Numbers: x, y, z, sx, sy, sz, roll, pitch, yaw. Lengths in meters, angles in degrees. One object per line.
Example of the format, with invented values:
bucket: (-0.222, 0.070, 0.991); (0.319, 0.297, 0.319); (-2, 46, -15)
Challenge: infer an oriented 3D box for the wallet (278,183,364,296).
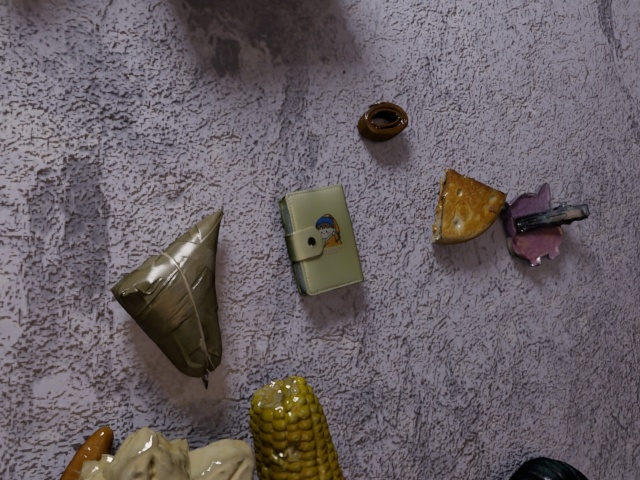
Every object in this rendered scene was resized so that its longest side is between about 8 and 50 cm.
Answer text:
wallet: (0.000, 0.000, 0.645); (0.110, 0.039, 0.155); (-13, 91, -26)

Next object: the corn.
corn: (-0.012, 0.362, 0.566); (0.120, 0.120, 0.363); (-12, 90, -23)

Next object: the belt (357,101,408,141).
belt: (0.102, -0.197, 0.707); (0.083, 0.036, 0.059); (-15, 85, -23)

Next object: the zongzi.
zongzi: (-0.143, 0.078, 0.565); (0.178, 0.081, 0.189); (-44, 108, -30)

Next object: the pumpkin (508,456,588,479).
pumpkin: (0.389, 0.468, 0.716); (0.194, 0.150, 0.194); (26, 42, -26)

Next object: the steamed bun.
steamed bun: (-0.191, 0.342, 0.474); (0.295, 0.137, 0.292); (39, 72, -22)

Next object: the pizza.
pizza: (0.247, -0.062, 0.750); (0.178, 0.041, 0.131); (-43, 96, -16)

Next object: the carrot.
carrot: (-0.286, 0.287, 0.496); (0.048, 0.048, 0.139); (29, 73, -18)

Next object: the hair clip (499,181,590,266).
hair clip: (0.426, -0.032, 0.824); (0.187, 0.056, 0.146); (-18, 89, -12)
